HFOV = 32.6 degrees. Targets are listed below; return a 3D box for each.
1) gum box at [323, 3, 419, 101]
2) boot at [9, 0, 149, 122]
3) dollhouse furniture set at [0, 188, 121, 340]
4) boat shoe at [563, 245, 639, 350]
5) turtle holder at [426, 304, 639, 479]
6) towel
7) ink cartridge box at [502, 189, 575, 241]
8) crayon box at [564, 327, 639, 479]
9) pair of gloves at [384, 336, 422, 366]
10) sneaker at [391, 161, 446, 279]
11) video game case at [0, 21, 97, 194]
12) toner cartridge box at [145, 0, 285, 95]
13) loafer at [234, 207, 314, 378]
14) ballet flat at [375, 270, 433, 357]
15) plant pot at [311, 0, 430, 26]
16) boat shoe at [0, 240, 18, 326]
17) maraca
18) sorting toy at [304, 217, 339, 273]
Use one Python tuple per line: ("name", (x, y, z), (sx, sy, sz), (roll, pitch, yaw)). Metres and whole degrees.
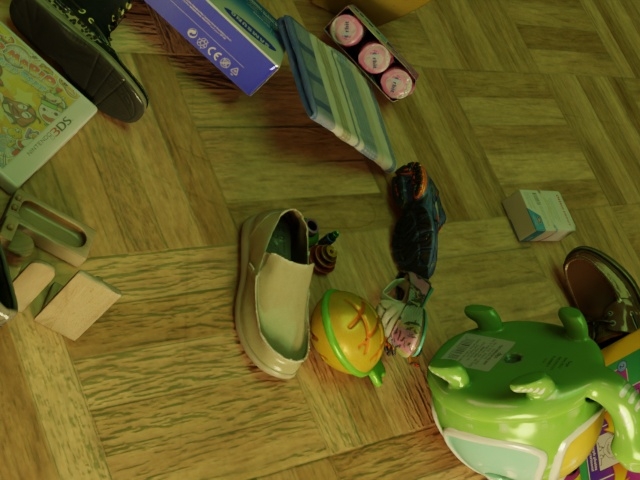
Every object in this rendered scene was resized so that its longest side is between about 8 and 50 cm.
("gum box", (0.096, -0.330, 1.949), (0.188, 0.062, 0.107), (46, 15, -5))
("boot", (-0.309, -0.295, 1.580), (0.236, 0.085, 0.178), (43, 40, -8))
("dollhouse furniture set", (-0.313, 0.005, 1.330), (0.144, 0.123, 0.151), (31, 45, -21))
("boat shoe", (0.534, 0.151, 1.981), (0.104, 0.111, 0.307), (-26, 80, -49))
("turtle holder", (0.322, 0.236, 1.598), (0.243, 0.320, 0.227), (-75, 156, -64))
("towel", (0.030, -0.236, 1.804), (0.285, 0.034, 0.209), (26, 42, -56))
("ink cartridge box", (0.412, -0.046, 2.060), (0.122, 0.052, 0.088), (-1, 62, -40))
("crayon box", (0.514, 0.321, 1.689), (0.106, 0.313, 0.363), (25, 48, -27))
("pair of gloves", (0.126, 0.153, 1.696), (0.083, 0.010, 0.074), (24, 48, -28))
("sneaker", (0.174, -0.027, 1.821), (0.087, 0.083, 0.221), (32, 49, -38))
("video game case", (-0.433, -0.195, 1.443), (0.227, 0.026, 0.206), (42, 42, -10))
("toner cartridge box", (-0.202, -0.391, 1.700), (0.348, 0.075, 0.165), (41, 26, -17))
("loafer", (-0.060, 0.062, 1.536), (0.102, 0.092, 0.268), (15, 52, -34))
("ballet flat", (0.124, 0.106, 1.663), (0.079, 0.077, 0.221), (28, 24, -2))
("plant pot", (0.085, -0.517, 2.010), (0.212, 0.187, 0.212), (20, 50, -31))
("boat shoe", (-0.418, -0.031, 1.261), (0.109, 0.091, 0.305), (43, 27, -69))
("maraca", (0.049, 0.141, 1.578), (0.185, 0.099, 0.127), (43, 36, -50))
("sorting toy", (0.000, 0.000, 1.671), (0.061, 0.042, 0.102), (-15, 72, -46))
